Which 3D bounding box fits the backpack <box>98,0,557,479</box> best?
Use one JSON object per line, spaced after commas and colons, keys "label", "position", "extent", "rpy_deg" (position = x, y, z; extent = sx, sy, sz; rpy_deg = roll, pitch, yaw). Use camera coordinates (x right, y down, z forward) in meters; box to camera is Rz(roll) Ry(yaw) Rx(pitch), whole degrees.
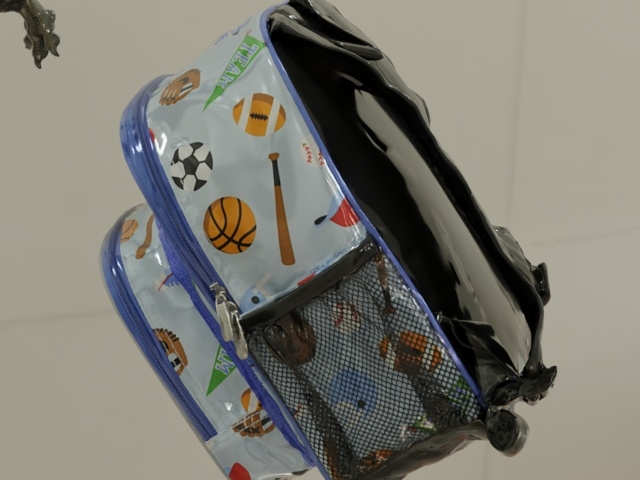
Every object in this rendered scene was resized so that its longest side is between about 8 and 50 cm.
{"label": "backpack", "position": [0.000, 0.000, 0.891], "extent": [0.213, 0.263, 0.276], "rpy_deg": [-25, 5, 10]}

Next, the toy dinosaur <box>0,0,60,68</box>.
{"label": "toy dinosaur", "position": [-0.198, -0.157, 0.839], "extent": [0.118, 0.268, 0.064], "rpy_deg": [5, 14, -38]}
